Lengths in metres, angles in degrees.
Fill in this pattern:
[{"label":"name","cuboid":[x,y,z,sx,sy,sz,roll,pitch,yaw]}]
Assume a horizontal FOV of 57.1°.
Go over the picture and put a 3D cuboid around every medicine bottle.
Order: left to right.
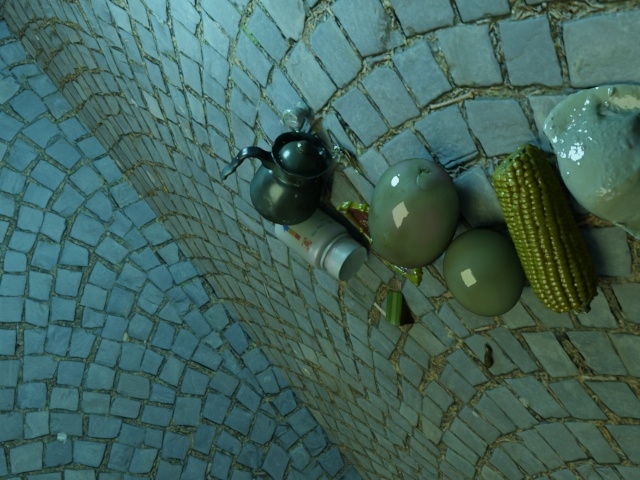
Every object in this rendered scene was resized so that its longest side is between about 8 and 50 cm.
[{"label":"medicine bottle","cuboid":[0.000,0.000,1.949,0.293,0.170,0.170,37,150,27]}]

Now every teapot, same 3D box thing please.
[{"label":"teapot","cuboid":[-0.118,-0.222,1.793,0.306,0.223,0.285,27,142,-3]},{"label":"teapot","cuboid":[-0.066,-0.361,1.722,0.064,0.064,0.083,21,145,35]}]

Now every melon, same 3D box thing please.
[{"label":"melon","cuboid":[0.231,-0.061,1.460,0.223,0.223,0.316,38,149,25]}]

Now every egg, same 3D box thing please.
[{"label":"egg","cuboid":[0.397,0.081,1.424,0.186,0.186,0.241,11,143,52]}]

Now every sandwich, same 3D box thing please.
[{"label":"sandwich","cuboid":[0.272,0.224,1.987,0.074,0.074,0.116,12,101,52]}]

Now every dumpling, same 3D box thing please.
[{"label":"dumpling","cuboid":[0.522,-0.149,1.004,0.243,0.175,0.227,40,124,-7]}]

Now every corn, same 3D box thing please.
[{"label":"corn","cuboid":[0.472,-0.017,1.245,0.144,0.144,0.387,-7,115,59]}]

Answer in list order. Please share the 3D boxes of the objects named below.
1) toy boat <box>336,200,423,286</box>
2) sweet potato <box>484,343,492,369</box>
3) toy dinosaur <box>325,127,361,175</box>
[{"label":"toy boat","cuboid":[0.184,-0.003,1.660,0.318,0.099,0.141,46,146,10]},{"label":"sweet potato","cuboid":[0.505,0.354,1.771,0.026,0.026,0.115,27,142,39]},{"label":"toy dinosaur","cuboid":[0.062,-0.246,1.698,0.180,0.037,0.058,46,157,11]}]
